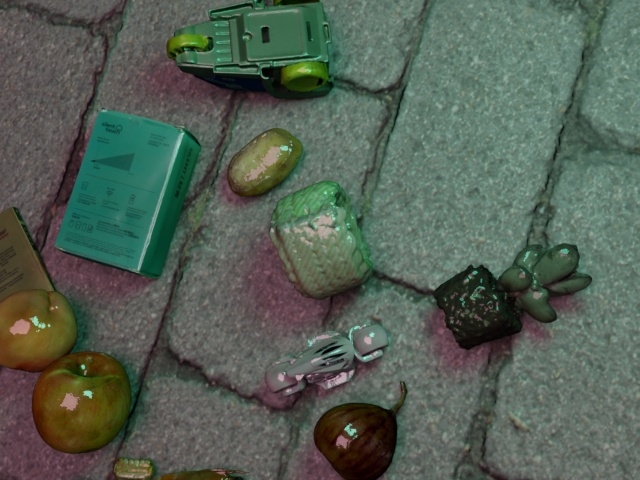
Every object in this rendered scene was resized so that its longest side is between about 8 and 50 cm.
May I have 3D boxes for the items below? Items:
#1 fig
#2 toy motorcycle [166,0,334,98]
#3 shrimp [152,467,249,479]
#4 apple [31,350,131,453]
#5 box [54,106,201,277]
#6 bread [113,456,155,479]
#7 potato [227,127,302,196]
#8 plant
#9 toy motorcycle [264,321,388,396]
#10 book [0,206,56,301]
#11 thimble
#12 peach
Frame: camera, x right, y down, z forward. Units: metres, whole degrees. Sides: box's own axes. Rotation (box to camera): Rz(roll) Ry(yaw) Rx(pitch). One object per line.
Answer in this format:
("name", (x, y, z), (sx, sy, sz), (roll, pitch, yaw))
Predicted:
("fig", (0.083, 0.369, 1.577), (0.202, 0.148, 0.149), (-4, 117, -19))
("toy motorcycle", (-0.139, -0.380, 1.732), (0.326, 0.200, 0.191), (-6, 79, 0))
("shrimp", (-0.243, 0.513, 1.662), (0.248, 0.068, 0.150), (-23, 89, 13))
("apple", (-0.469, 0.322, 1.677), (0.196, 0.196, 0.196), (-2, 80, 12))
("box", (-0.394, -0.095, 1.767), (0.205, 0.118, 0.311), (15, 84, 12))
("bread", (-0.372, 0.461, 1.711), (0.088, 0.034, 0.049), (-2, 66, 8))
("potato", (-0.116, -0.157, 1.736), (0.170, 0.080, 0.107), (-44, 82, 5))
("plant", (0.353, 0.095, 1.556), (0.274, 0.146, 0.149), (-23, 74, 7))
("toy motorcycle", (0.009, 0.227, 1.629), (0.254, 0.112, 0.112), (-24, 76, 6))
("book", (-0.684, 0.063, 1.852), (0.161, 0.026, 0.231), (-31, 76, 5))
("thimble", (0.000, 0.000, 1.613), (0.150, 0.219, 0.219), (-21, 77, 9))
("peach", (-0.582, 0.181, 1.728), (0.184, 0.184, 0.184), (-2, 80, 12))
